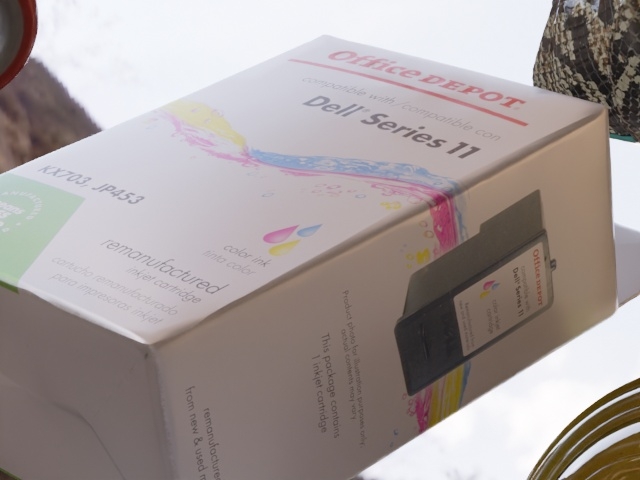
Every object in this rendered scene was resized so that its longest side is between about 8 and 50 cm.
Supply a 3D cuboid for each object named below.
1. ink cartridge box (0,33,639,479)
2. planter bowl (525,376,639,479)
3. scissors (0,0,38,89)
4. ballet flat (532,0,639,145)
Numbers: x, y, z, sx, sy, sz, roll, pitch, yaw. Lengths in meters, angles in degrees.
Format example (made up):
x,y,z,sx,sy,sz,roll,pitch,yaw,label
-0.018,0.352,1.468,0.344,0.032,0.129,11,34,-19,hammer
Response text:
x,y,z,sx,sy,sz,roll,pitch,yaw,label
0.000,0.000,0.946,0.353,0.207,0.119,-27,-58,-36,ink cartridge box
0.162,0.150,0.875,0.217,0.217,0.090,-39,-31,13,planter bowl
-0.217,-0.034,0.589,0.297,0.021,0.109,-32,-57,-11,scissors
0.213,-0.280,1.100,0.164,0.182,0.483,25,-103,-37,ballet flat
